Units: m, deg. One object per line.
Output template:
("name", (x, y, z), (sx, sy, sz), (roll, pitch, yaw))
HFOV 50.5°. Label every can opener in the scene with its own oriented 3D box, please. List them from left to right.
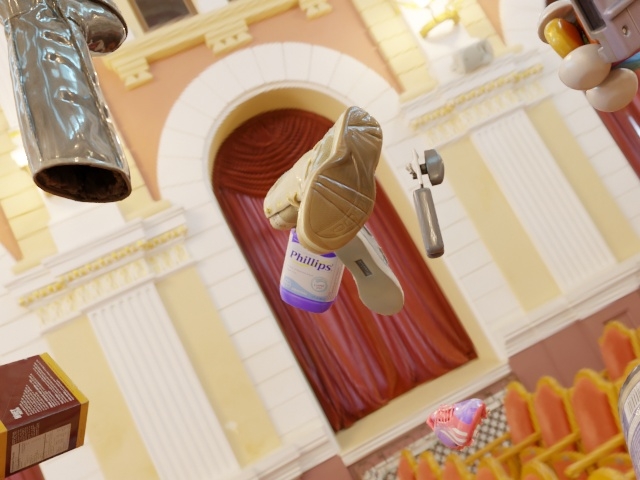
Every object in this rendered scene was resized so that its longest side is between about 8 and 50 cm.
("can opener", (0.260, -0.098, 1.612), (0.093, 0.281, 0.074), (-9, -21, 10))

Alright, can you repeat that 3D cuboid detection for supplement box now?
("supplement box", (-0.626, 0.361, 1.422), (0.194, 0.191, 0.129), (-14, -52, -47))

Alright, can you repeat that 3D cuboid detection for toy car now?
("toy car", (0.427, -0.299, 1.024), (0.182, 0.159, 0.136), (20, -45, -36))

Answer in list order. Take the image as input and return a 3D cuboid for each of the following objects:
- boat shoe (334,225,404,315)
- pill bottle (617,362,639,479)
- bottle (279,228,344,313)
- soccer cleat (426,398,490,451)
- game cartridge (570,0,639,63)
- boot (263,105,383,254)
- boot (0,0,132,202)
("boat shoe", (0.091, 0.041, 1.233), (0.079, 0.228, 0.081), (-17, 36, 24))
("pill bottle", (0.290, 0.175, 0.475), (0.122, 0.123, 0.219), (-33, 11, 24))
("bottle", (0.000, 0.000, 1.306), (0.092, 0.118, 0.283), (-53, -21, -62))
("soccer cleat", (0.254, 0.343, 1.286), (0.083, 0.095, 0.248), (-56, -17, -19))
("game cartridge", (0.382, -0.447, 0.900), (0.230, 0.355, 0.068), (-39, 13, -14))
("boot", (-0.014, -0.053, 0.980), (0.203, 0.095, 0.262), (-37, 28, 45))
("boot", (-0.204, -0.131, 0.587), (0.076, 0.209, 0.189), (-36, -14, 20))
